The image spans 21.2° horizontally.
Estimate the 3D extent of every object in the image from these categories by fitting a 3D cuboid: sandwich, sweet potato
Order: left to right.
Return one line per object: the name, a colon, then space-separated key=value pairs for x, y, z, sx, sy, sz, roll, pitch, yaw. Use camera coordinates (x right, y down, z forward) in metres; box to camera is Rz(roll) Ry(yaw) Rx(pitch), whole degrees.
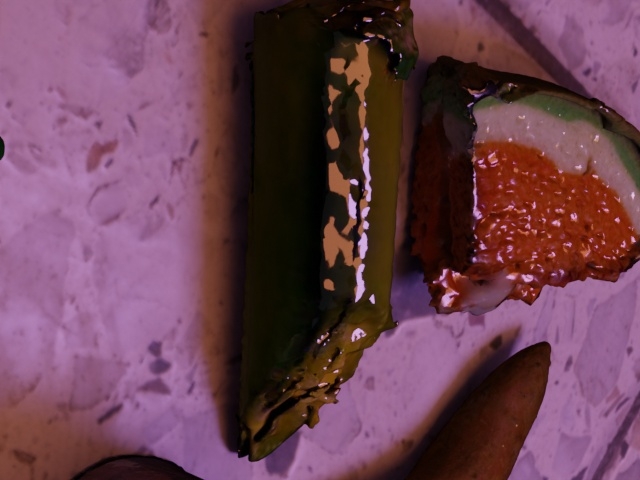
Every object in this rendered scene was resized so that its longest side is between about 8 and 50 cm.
sweet potato: x=0.086 y=0.210 z=1.458 sx=0.346 sy=0.079 sz=0.108 roll=-29 pitch=92 yaw=-29
sandwich: x=0.172 y=-0.040 z=1.433 sx=0.292 sy=0.109 sz=0.212 roll=3 pitch=108 yaw=-38

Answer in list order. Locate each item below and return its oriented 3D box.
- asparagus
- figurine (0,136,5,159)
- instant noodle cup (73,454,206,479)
asparagus: x=0.000 y=0.000 z=1.286 sx=0.108 sy=0.128 sz=0.381 roll=-60 pitch=154 yaw=-72
figurine: x=-0.270 y=-0.062 z=1.060 sx=0.147 sy=0.093 sz=0.197 roll=13 pitch=103 yaw=-20
instant noodle cup: x=-0.094 y=0.266 z=1.228 sx=0.217 sy=0.207 sz=0.217 roll=-13 pitch=111 yaw=-36
